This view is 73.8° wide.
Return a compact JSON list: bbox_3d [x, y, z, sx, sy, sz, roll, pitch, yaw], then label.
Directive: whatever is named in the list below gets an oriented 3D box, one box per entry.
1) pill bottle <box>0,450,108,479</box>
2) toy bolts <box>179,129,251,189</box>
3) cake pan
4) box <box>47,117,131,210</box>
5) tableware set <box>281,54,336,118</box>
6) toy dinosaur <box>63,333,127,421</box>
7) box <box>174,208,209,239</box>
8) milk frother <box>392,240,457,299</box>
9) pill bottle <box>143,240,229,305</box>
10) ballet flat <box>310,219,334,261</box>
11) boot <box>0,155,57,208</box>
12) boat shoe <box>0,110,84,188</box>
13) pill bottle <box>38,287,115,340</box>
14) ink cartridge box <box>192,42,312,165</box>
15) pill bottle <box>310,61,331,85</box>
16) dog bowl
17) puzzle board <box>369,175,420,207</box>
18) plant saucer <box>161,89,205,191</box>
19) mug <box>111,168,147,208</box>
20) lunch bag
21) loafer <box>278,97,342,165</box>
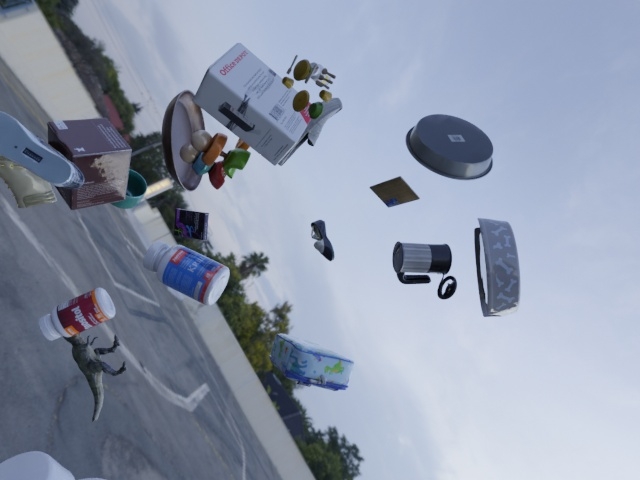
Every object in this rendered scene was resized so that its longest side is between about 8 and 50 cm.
[{"bbox_3d":[-0.215,0.325,0.387,0.152,0.152,0.271,30,-32,58],"label":"pill bottle"},{"bbox_3d":[-0.315,-0.282,1.278,0.159,0.218,0.229,32,-35,-25],"label":"toy bolts"},{"bbox_3d":[0.421,-0.309,1.363,0.293,0.293,0.054,51,-32,27],"label":"cake pan"},{"bbox_3d":[-0.688,-0.228,1.268,0.168,0.167,0.203,47,-49,21],"label":"box"},{"bbox_3d":[-0.029,-0.319,0.894,0.024,0.104,0.154,15,22,-50],"label":"tableware set"},{"bbox_3d":[-0.584,0.323,1.127,0.064,0.118,0.268,-24,-94,66],"label":"toy dinosaur"},{"bbox_3d":[-0.541,-0.068,1.781,0.162,0.029,0.115,8,-83,23],"label":"box"},{"bbox_3d":[0.268,0.076,1.095,0.143,0.135,0.129,-115,-151,-70],"label":"milk frother"},{"bbox_3d":[-0.385,0.087,1.217,0.222,0.124,0.124,24,-25,5],"label":"pill bottle"},{"bbox_3d":[0.000,0.000,1.724,0.074,0.074,0.203,88,-11,-55],"label":"ballet flat"},{"bbox_3d":[-1.011,-0.201,1.372,0.095,0.262,0.203,-116,-157,-62],"label":"boot"},{"bbox_3d":[-0.521,-0.156,0.771,0.183,0.065,0.083,39,-11,-8],"label":"boat shoe"},{"bbox_3d":[-0.601,0.185,1.056,0.086,0.152,0.086,60,-12,22],"label":"pill bottle"},{"bbox_3d":[-0.169,-0.364,1.138,0.273,0.197,0.114,38,-46,-16],"label":"ink cartridge box"},{"bbox_3d":[-0.007,-0.658,1.684,0.065,0.065,0.116,56,17,15],"label":"pill bottle"},{"bbox_3d":[0.587,0.091,1.427,0.349,0.102,0.348,-4,90,-75],"label":"dog bowl"},{"bbox_3d":[0.221,-0.144,1.272,0.096,0.011,0.128,42,-30,-24],"label":"puzzle board"},{"bbox_3d":[-0.426,-0.309,1.332,0.310,0.050,0.310,4,90,-87],"label":"plant saucer"},{"bbox_3d":[-0.702,-0.188,1.513,0.097,0.130,0.157,-42,-114,36],"label":"mug"},{"bbox_3d":[-0.024,0.309,1.088,0.176,0.090,0.219,19,-8,-22],"label":"lunch bag"},{"bbox_3d":[-0.047,-0.386,1.515,0.111,0.320,0.112,54,2,1],"label":"loafer"}]
